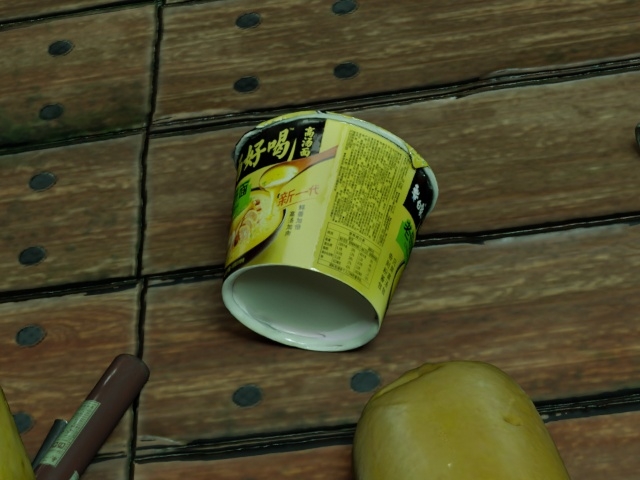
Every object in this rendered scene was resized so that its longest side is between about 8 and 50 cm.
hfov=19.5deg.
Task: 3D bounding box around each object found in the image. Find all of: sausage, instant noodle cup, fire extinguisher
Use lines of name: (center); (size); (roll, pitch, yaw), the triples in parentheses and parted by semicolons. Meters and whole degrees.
sausage: (0.098, 0.185, 1.122); (0.134, 0.116, 0.354); (-27, 41, 3)
instant noodle cup: (0.000, 0.000, 1.310); (0.151, 0.151, 0.122); (3, 59, 17)
fire extinguisher: (-0.177, 0.146, 1.278); (0.049, 0.035, 0.173); (15, 49, 22)

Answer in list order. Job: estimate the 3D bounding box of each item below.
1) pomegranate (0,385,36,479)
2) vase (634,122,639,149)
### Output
pomegranate: (-0.366, 0.184, 1.065); (0.410, 0.410, 0.410); (-7, 45, 7)
vase: (0.285, -0.091, 1.383); (0.100, 0.053, 0.053); (-30, 47, -9)
